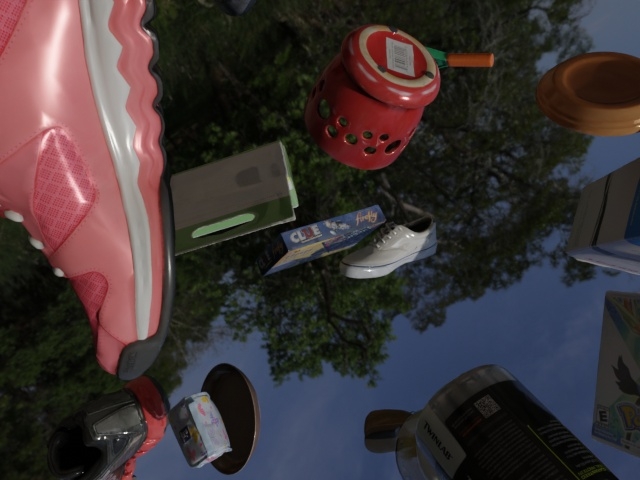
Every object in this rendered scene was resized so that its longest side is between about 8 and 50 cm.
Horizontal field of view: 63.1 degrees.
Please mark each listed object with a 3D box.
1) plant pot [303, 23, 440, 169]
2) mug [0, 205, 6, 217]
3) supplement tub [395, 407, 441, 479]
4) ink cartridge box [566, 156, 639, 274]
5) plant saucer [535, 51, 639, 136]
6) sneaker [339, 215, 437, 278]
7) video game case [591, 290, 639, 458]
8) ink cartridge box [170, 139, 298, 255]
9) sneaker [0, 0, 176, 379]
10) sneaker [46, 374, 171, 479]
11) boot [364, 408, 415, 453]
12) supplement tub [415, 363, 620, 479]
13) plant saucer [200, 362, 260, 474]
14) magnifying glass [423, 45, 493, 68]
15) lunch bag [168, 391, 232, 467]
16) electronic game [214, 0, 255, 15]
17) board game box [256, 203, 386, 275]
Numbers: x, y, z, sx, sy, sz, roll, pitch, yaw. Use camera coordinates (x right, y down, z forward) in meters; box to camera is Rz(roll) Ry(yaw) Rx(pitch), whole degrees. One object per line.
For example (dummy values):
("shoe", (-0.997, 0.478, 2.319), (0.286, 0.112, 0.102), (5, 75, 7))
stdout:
("plant pot", (0.085, -0.241, 0.858), (0.191, 0.191, 0.174), (-41, 170, -35))
("mug", (-0.411, -0.108, 0.575), (0.150, 0.169, 0.113), (17, -100, 20))
("supplement tub", (0.307, 0.473, 1.162), (0.228, 0.228, 0.316), (-36, 164, -19))
("ink cartridge box", (0.653, -0.025, 0.917), (0.285, 0.166, 0.395), (16, 177, 9))
("plant saucer", (0.454, -0.245, 0.838), (0.199, 0.037, 0.200), (-6, -131, 7))
("sneaker", (0.145, 0.007, 1.115), (0.258, 0.091, 0.094), (-19, -154, -33))
("video game case", (0.632, 0.250, 0.900), (0.036, 0.300, 0.329), (8, 177, -22))
("ink cartridge box", (-0.114, -0.042, 0.667), (0.171, 0.056, 0.235), (-17, -146, 1))
("sneaker", (-0.166, -0.055, 0.330), (0.136, 0.314, 0.116), (-4, -161, -14))
("sneaker", (-0.306, 0.291, 0.699), (0.135, 0.098, 0.276), (-8, 140, -50))
("boot", (0.272, 0.512, 1.449), (0.305, 0.112, 0.115), (-2, -159, 3))
("supplement tub", (0.317, 0.372, 0.788), (0.207, 0.207, 0.338), (-32, -137, -8))
("plant saucer", (-0.263, 0.517, 1.529), (0.050, 0.311, 0.310), (7, 167, -41))
("magnifying glass", (0.248, -0.385, 1.107), (0.230, 0.092, 0.026), (13, -104, 28))
("lunch bag", (-0.134, 0.211, 0.581), (0.053, 0.071, 0.083), (-23, 162, -19))
("electronic game", (-0.141, -0.459, 0.777), (0.048, 0.229, 0.229), (-19, -171, -28))
("board game box", (0.000, 0.000, 1.113), (0.243, 0.042, 0.165), (-17, 168, -30))
